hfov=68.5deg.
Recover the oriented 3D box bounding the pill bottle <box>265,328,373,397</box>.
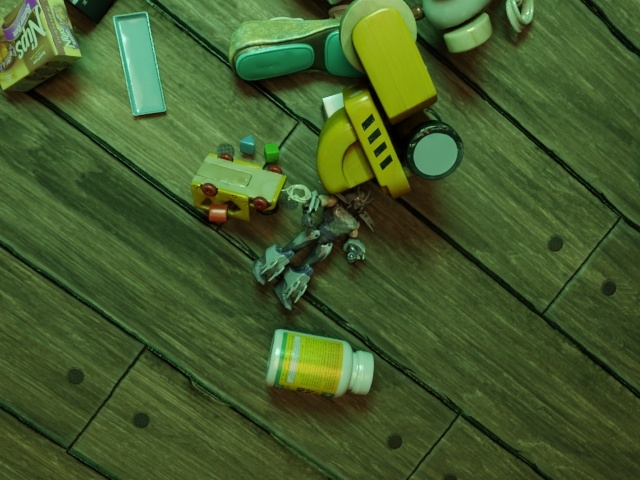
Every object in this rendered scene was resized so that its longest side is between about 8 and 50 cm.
[{"bbox_3d":[-0.002,0.258,0.972,0.209,0.117,0.117,11,95,-6],"label":"pill bottle"}]

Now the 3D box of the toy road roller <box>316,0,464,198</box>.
[{"bbox_3d":[0.079,-0.223,0.815,0.241,0.202,0.329,-24,113,12],"label":"toy road roller"}]

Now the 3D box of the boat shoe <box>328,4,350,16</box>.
[{"bbox_3d":[0.066,-0.448,0.943,0.100,0.035,0.035,-4,94,-10],"label":"boat shoe"}]

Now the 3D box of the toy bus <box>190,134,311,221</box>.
[{"bbox_3d":[-0.147,-0.090,0.918,0.191,0.104,0.202,-22,59,-22],"label":"toy bus"}]

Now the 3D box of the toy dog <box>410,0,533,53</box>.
[{"bbox_3d":[0.264,-0.479,0.884,0.334,0.161,0.220,-34,120,-41],"label":"toy dog"}]

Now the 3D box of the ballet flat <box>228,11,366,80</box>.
[{"bbox_3d":[-0.005,-0.386,0.913,0.349,0.123,0.123,-6,97,-6],"label":"ballet flat"}]

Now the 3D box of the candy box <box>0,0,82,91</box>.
[{"bbox_3d":[-0.525,-0.354,0.855,0.187,0.053,0.109,-11,99,32],"label":"candy box"}]

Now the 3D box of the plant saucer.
[{"bbox_3d":[-0.355,-0.347,0.930,0.067,0.018,0.192,-10,96,-3],"label":"plant saucer"}]

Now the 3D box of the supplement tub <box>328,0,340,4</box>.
[{"bbox_3d":[-0.022,-0.613,0.816,0.235,0.235,0.325,-44,97,1],"label":"supplement tub"}]

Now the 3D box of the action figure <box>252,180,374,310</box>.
[{"bbox_3d":[0.000,0.000,0.948,0.285,0.099,0.185,-44,114,9],"label":"action figure"}]

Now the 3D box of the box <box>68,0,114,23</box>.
[{"bbox_3d":[-0.464,-0.535,0.855,0.207,0.108,0.153,41,92,-8],"label":"box"}]

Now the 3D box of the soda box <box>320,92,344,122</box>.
[{"bbox_3d":[0.112,-0.277,0.947,0.216,0.069,0.073,-18,97,-2],"label":"soda box"}]
